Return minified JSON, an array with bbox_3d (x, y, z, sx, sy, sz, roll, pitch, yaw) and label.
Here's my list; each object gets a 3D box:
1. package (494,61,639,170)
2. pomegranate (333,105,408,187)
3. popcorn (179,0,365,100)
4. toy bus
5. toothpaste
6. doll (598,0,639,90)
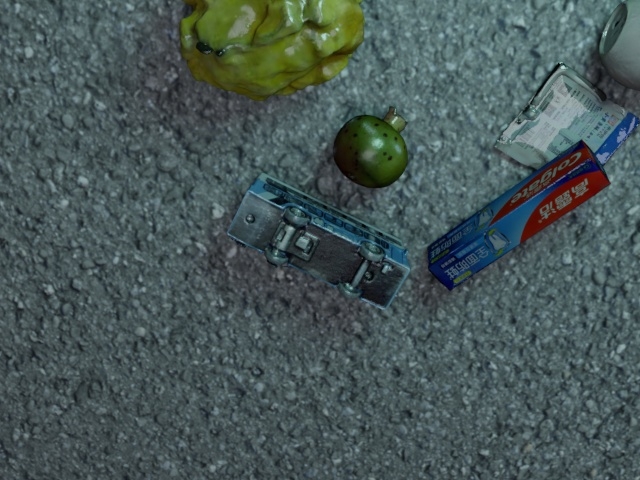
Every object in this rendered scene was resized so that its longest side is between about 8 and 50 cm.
[{"bbox_3d":[0.400,-0.174,1.395,0.173,0.027,0.171,32,110,-12],"label":"package"},{"bbox_3d":[0.083,-0.147,1.392,0.130,0.130,0.130,2,113,4],"label":"pomegranate"},{"bbox_3d":[-0.077,-0.328,1.272,0.286,0.215,0.252,-22,116,18],"label":"popcorn"},{"bbox_3d":[0.000,0.000,1.448,0.297,0.131,0.106,26,113,-7],"label":"toy bus"},{"bbox_3d":[0.319,-0.038,1.417,0.320,0.076,0.066,-38,111,23],"label":"toothpaste"},{"bbox_3d":[0.565,-0.268,1.280,0.287,0.151,0.151,17,114,-6],"label":"doll"}]
